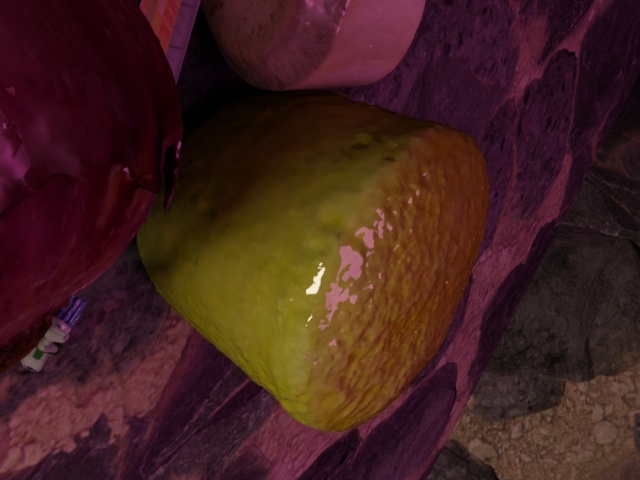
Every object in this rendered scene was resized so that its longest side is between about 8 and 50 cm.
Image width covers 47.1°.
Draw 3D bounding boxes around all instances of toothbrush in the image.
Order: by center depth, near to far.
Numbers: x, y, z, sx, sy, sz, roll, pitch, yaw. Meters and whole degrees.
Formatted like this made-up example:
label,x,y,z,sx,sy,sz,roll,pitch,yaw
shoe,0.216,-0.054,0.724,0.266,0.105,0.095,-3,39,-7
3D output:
label,x,y,z,sx,sy,sz,roll,pitch,yaw
toothbrush,-0.235,0.089,0.622,0.030,0.030,0.304,-43,-174,-30

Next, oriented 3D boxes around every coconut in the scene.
label,x,y,z,sx,sy,sz,roll,pitch,yaw
coconut,-0.001,-0.250,0.729,0.222,0.202,0.202,-17,127,-45

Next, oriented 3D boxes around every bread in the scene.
label,x,y,z,sx,sy,sz,roll,pitch,yaw
bread,0.000,0.000,0.812,0.348,0.308,0.348,-36,141,-35

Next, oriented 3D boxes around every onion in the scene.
label,x,y,z,sx,sy,sz,roll,pitch,yaw
onion,-0.253,-0.054,0.412,0.358,0.358,0.345,-5,76,-55

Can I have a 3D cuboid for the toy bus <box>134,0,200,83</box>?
label,x,y,z,sx,sy,sz,roll,pitch,yaw
toy bus,-0.155,-0.216,0.632,0.106,0.092,0.268,-9,121,-64
